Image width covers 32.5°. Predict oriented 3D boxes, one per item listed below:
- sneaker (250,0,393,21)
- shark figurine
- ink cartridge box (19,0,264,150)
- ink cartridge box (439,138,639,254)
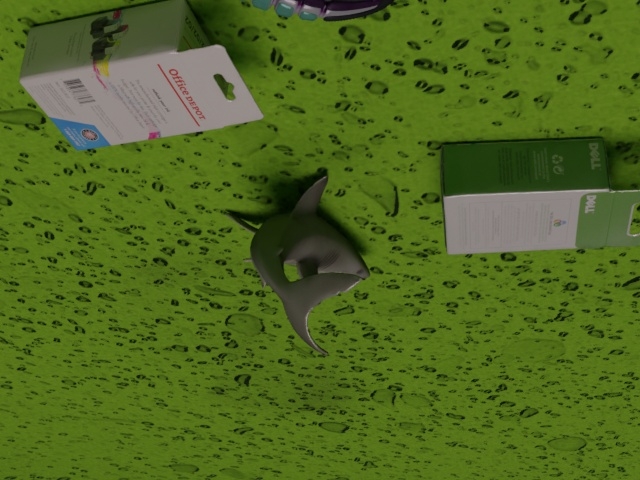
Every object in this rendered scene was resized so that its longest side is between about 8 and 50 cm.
[{"bbox_3d":[-0.042,-0.222,0.768,0.223,0.083,0.098,9,144,-9],"label":"sneaker"},{"bbox_3d":[-0.017,-0.006,1.078,0.166,0.278,0.116,35,103,1],"label":"shark figurine"},{"bbox_3d":[-0.146,-0.140,0.926,0.181,0.062,0.104,-7,148,16],"label":"ink cartridge box"},{"bbox_3d":[0.222,-0.042,1.059,0.209,0.062,0.109,-2,149,7],"label":"ink cartridge box"}]
